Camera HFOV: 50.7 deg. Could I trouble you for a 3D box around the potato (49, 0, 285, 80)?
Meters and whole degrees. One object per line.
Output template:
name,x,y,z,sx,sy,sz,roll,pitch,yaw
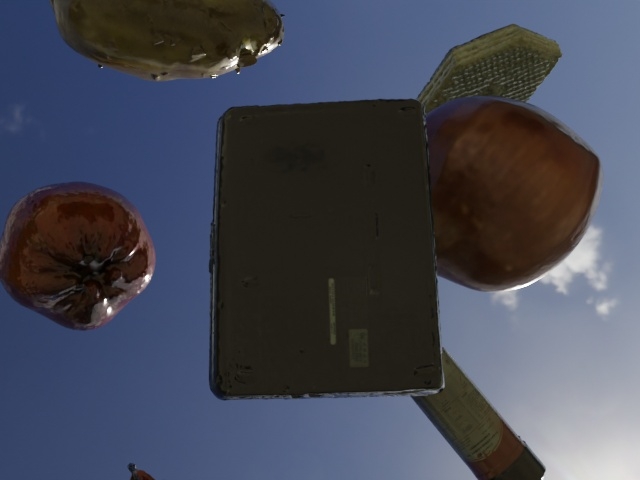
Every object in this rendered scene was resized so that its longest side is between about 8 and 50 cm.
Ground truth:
potato,-0.192,-0.281,0.855,0.296,0.141,0.191,4,-140,-14

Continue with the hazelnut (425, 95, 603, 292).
hazelnut,0.163,-0.048,0.680,0.176,0.214,0.214,58,-140,-44

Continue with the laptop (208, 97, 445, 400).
laptop,0.000,0.000,0.454,0.154,0.026,0.207,-1,-108,2

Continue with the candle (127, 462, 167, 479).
candle,-0.170,0.418,0.948,0.302,0.084,0.059,40,-175,17

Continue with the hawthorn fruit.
hawthorn fruit,-0.373,0.012,1.024,0.224,0.261,0.224,-9,-70,-25

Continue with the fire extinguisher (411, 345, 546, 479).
fire extinguisher,0.102,0.120,0.534,0.177,0.062,0.050,51,-175,8

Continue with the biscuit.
biscuit,0.218,-0.199,0.980,0.150,0.252,0.052,11,-136,-28
